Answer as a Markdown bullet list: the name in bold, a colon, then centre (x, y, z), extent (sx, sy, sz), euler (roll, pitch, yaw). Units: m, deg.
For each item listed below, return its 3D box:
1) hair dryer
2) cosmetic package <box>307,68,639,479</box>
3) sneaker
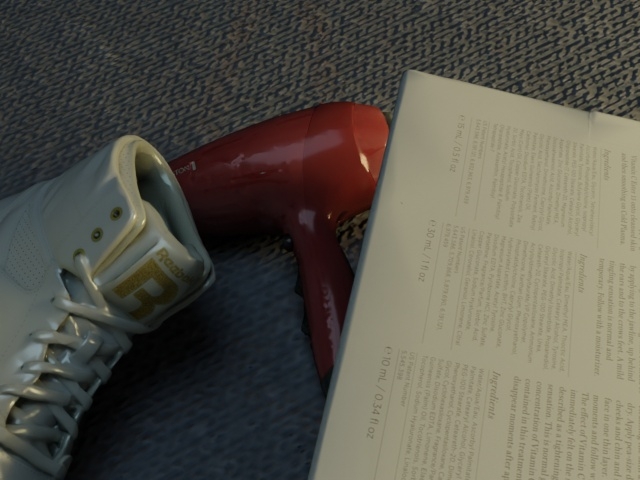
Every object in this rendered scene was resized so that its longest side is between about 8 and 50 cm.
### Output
- **hair dryer**: centre (0.000, 0.000, 0.653), extent (0.294, 0.080, 0.223), euler (19, 53, 23)
- **cosmetic package**: centre (0.143, 0.100, 0.491), extent (0.285, 0.097, 0.377), euler (12, 51, 4)
- **sneaker**: centre (-0.144, 0.056, 0.566), extent (0.169, 0.108, 0.292), euler (-27, 42, 21)
